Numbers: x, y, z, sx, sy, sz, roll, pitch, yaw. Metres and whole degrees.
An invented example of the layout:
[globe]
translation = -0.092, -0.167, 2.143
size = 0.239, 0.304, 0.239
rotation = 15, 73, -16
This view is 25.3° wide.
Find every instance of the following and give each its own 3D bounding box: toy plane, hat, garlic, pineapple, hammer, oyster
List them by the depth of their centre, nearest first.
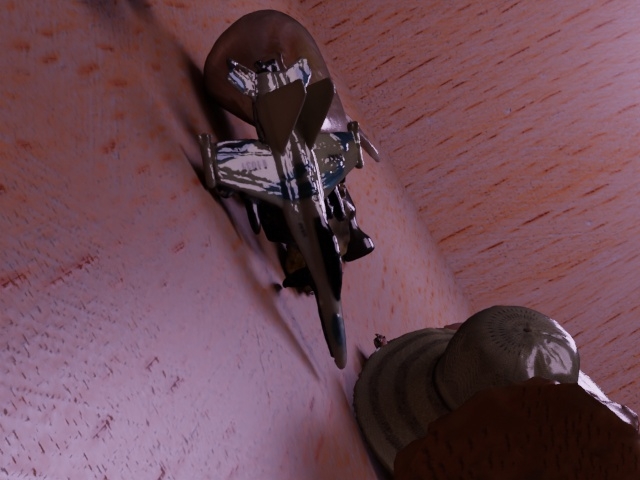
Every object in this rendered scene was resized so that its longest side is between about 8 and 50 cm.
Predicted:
[pineapple]
translation = 0.180, 0.268, 0.956
size = 0.357, 0.223, 0.223
rotation = 56, 9, -38
[toy plane]
translation = -0.021, -0.023, 1.174
size = 0.192, 0.088, 0.262
rotation = -8, 93, -48
[hat]
translation = 0.161, 0.116, 1.193
size = 0.252, 0.252, 0.110
rotation = -110, -152, -49
[oyster]
translation = -0.004, -0.002, 1.296
size = 0.148, 0.051, 0.103
rotation = -66, 162, -72
[garlic]
translation = -0.025, -0.147, 1.392
size = 0.266, 0.128, 0.149
rotation = -2, 84, -62
[hammer]
translation = -0.021, -0.055, 1.442
size = 0.168, 0.044, 0.440
rotation = 62, 8, 4

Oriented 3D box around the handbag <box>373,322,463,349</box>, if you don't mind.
[handbag]
translation = 0.135, 0.166, 1.374
size = 0.205, 0.116, 0.179
rotation = -92, 156, -61
